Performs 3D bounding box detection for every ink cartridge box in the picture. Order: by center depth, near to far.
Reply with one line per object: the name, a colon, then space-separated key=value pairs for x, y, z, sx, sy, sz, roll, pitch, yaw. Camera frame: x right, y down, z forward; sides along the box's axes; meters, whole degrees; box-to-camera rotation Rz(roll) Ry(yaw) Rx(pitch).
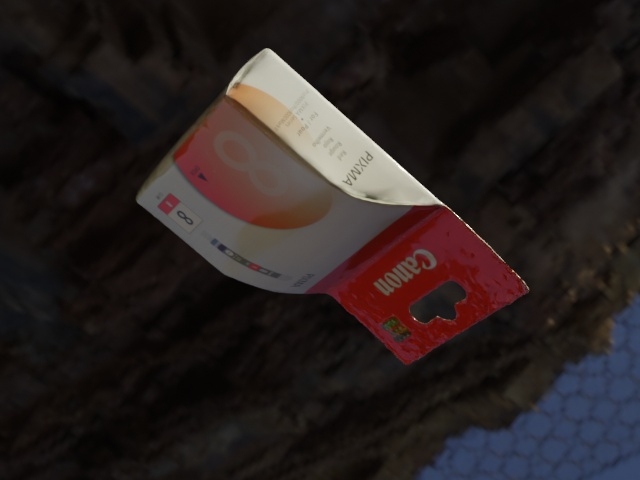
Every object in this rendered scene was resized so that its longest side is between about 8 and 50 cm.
ink cartridge box: x=0.000 y=0.000 z=0.863 sx=0.045 sy=0.179 sz=0.145 roll=-49 pitch=-175 yaw=-31
